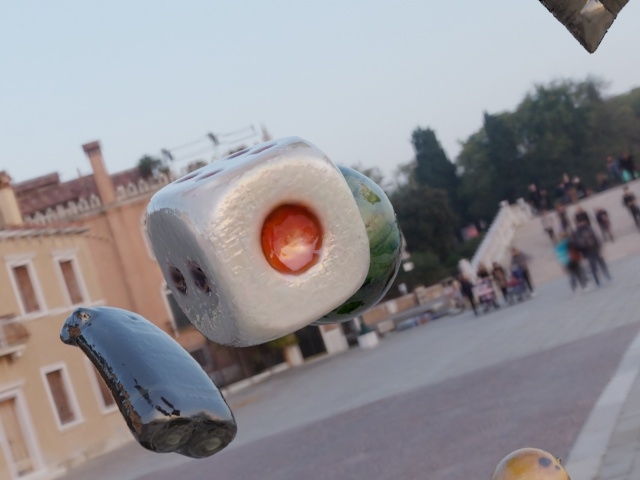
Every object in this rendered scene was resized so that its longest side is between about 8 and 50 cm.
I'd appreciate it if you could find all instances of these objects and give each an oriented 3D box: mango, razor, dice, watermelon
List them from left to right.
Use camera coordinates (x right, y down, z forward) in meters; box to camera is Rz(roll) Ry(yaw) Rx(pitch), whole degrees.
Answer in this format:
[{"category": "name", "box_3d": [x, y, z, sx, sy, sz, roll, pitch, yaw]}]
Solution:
[{"category": "razor", "box_3d": [-0.292, 0.229, 1.624, 0.204, 0.349, 0.114, 19, -73, -48]}, {"category": "dice", "box_3d": [-0.072, 0.000, 1.085, 0.193, 0.194, 0.191, -31, 15, -27]}, {"category": "watermelon", "box_3d": [-0.001, 0.003, 1.369, 0.242, 0.243, 0.242, -19, -4, -1]}, {"category": "mango", "box_3d": [0.268, 0.359, 1.235, 0.115, 0.178, 0.090, 9, -14, 26]}]

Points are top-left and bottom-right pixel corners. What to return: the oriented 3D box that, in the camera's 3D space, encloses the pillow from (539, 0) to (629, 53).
[{"category": "pillow", "box_3d": [0.473, -0.494, 1.555, 0.326, 0.228, 0.101, -45, 12, 28]}]
